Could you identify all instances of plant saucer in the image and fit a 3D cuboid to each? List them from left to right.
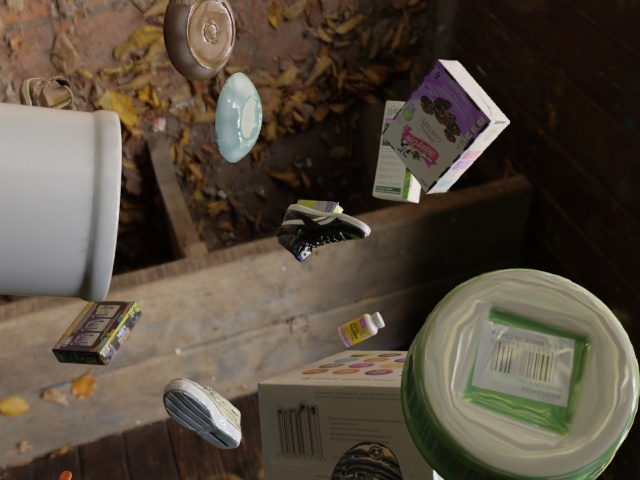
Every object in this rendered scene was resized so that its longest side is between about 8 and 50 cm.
[{"bbox_3d":[-0.227,-0.414,1.451,0.199,0.036,0.198,-26,123,-50],"label":"plant saucer"},{"bbox_3d":[-0.166,-0.263,1.587,0.038,0.195,0.195,9,138,19],"label":"plant saucer"}]

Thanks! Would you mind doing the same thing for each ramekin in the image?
[{"bbox_3d":[0.256,0.184,0.955,0.304,0.303,0.148,-23,155,-4],"label":"ramekin"}]

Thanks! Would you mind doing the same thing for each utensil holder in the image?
[{"bbox_3d":[-0.542,-0.070,1.194,0.386,0.327,0.327,4,128,-21],"label":"utensil holder"}]

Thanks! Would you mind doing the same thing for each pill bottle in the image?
[{"bbox_3d":[0.078,0.167,1.396,0.083,0.043,0.043,-28,137,11],"label":"pill bottle"}]

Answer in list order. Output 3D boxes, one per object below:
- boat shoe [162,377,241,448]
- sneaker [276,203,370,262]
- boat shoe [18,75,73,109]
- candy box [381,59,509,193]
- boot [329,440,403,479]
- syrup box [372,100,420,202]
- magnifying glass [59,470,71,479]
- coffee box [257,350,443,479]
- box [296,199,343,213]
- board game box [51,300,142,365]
[{"bbox_3d":[-0.284,0.405,1.776,0.109,0.094,0.302,-13,137,15],"label":"boat shoe"},{"bbox_3d":[0.000,0.000,1.623,0.079,0.217,0.121,45,65,-51],"label":"sneaker"},{"bbox_3d":[-0.594,-0.319,1.611,0.095,0.257,0.095,-11,117,-9],"label":"boat shoe"},{"bbox_3d":[0.232,-0.213,1.397,0.070,0.164,0.196,-10,147,-46],"label":"candy box"},{"bbox_3d":[0.028,0.393,0.918,0.094,0.246,0.207,10,152,-11],"label":"boot"},{"bbox_3d":[0.200,-0.215,1.791,0.096,0.093,0.236,5,93,-66],"label":"syrup box"},{"bbox_3d":[-0.569,0.579,1.614,0.026,0.092,0.231,18,129,-4],"label":"magnifying glass"},{"bbox_3d":[0.124,0.394,1.348,0.338,0.338,0.334,-4,180,32],"label":"coffee box"},{"bbox_3d":[-0.018,-0.049,1.898,0.042,0.178,0.109,36,73,-33],"label":"box"},{"bbox_3d":[-0.523,0.216,1.726,0.141,0.170,0.048,-2,127,24],"label":"board game box"}]
